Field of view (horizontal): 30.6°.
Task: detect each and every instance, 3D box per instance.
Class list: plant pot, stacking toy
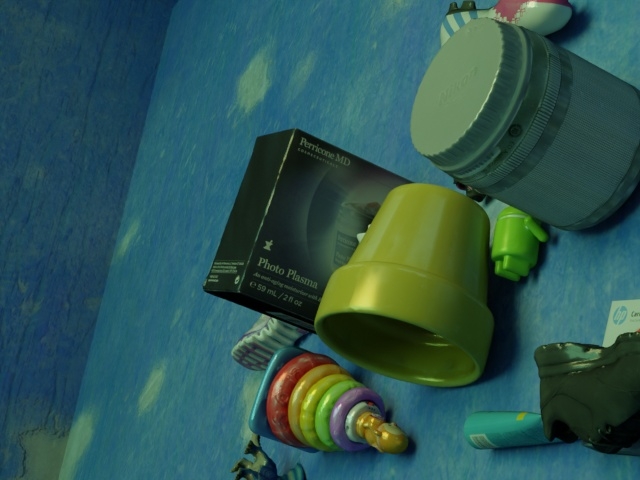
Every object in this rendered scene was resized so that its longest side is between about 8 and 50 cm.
[{"bbox_3d":[0.143,0.058,1.723,0.254,0.254,0.239,-26,41,56],"label":"plant pot"},{"bbox_3d":[0.038,0.284,1.888,0.302,0.175,0.165,12,79,54],"label":"stacking toy"}]

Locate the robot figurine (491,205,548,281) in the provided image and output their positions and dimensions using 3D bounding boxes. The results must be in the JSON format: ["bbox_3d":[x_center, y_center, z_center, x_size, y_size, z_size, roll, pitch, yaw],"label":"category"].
[{"bbox_3d":[0.284,-0.001,1.695,0.101,0.067,0.115,134,151,-62],"label":"robot figurine"}]

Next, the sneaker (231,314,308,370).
[{"bbox_3d":[-0.085,0.166,2.302,0.236,0.095,0.104,-44,26,33],"label":"sneaker"}]

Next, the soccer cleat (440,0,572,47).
[{"bbox_3d":[0.302,-0.327,1.921,0.331,0.116,0.143,-168,84,-68],"label":"soccer cleat"}]

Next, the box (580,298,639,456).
[{"bbox_3d":[0.387,0.161,1.378,0.145,0.038,0.186,-10,59,61],"label":"box"}]

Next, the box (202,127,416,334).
[{"bbox_3d":[0.000,0.000,2.004,0.183,0.296,0.294,-4,66,64],"label":"box"}]

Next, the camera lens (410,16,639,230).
[{"bbox_3d":[0.287,-0.151,1.565,0.219,0.274,0.219,-45,32,40],"label":"camera lens"}]

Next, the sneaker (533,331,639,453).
[{"bbox_3d":[0.347,0.172,1.307,0.286,0.109,0.130,154,124,-64],"label":"sneaker"}]

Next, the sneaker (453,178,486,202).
[{"bbox_3d":[0.237,-0.124,1.907,0.178,0.072,0.077,-101,30,-60],"label":"sneaker"}]

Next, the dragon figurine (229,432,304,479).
[{"bbox_3d":[-0.085,0.428,2.064,0.085,0.144,0.289,-58,6,23],"label":"dragon figurine"}]

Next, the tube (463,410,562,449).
[{"bbox_3d":[0.262,0.246,1.524,0.207,0.080,0.052,-21,56,63],"label":"tube"}]

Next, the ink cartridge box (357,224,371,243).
[{"bbox_3d":[0.132,0.029,1.893,0.092,0.143,0.090,-16,55,61],"label":"ink cartridge box"}]

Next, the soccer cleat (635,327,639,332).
[{"bbox_3d":[0.397,0.099,1.334,0.083,0.029,0.035,-13,49,55],"label":"soccer cleat"}]
